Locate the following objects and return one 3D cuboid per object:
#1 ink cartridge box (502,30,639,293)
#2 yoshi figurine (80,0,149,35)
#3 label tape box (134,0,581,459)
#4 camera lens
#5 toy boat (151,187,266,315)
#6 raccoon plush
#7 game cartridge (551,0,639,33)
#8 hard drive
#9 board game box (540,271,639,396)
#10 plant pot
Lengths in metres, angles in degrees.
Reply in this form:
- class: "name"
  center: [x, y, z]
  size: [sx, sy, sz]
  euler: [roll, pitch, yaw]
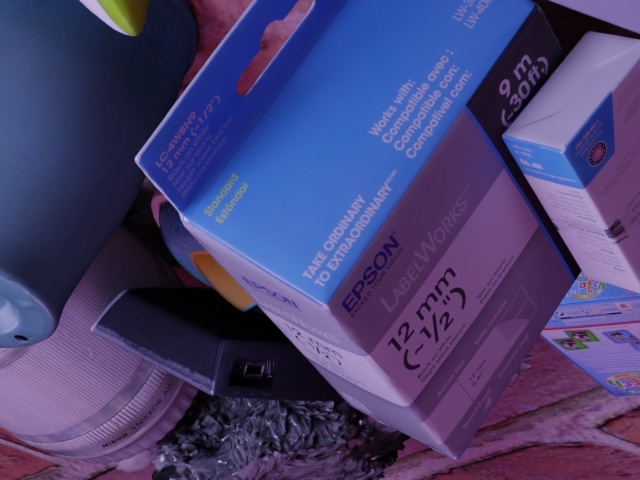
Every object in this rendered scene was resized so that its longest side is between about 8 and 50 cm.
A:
- class: "ink cartridge box"
  center: [0.207, -0.039, 1.205]
  size: [0.060, 0.104, 0.180]
  euler: [17, 150, 48]
- class: "yoshi figurine"
  center: [-0.054, -0.251, 0.939]
  size: [0.362, 0.203, 0.203]
  euler: [-2, 134, 22]
- class: "label tape box"
  center: [0.060, -0.041, 1.197]
  size: [0.115, 0.249, 0.348]
  euler: [26, 164, 36]
- class: "camera lens"
  center: [-0.257, 0.066, 1.647]
  size: [0.219, 0.219, 0.274]
  euler: [-3, 152, 30]
- class: "toy boat"
  center: [0.000, 0.000, 1.471]
  size: [0.267, 0.148, 0.318]
  euler: [20, 155, -15]
- class: "raccoon plush"
  center: [-0.027, 0.132, 1.825]
  size: [0.446, 0.299, 0.216]
  euler: [-25, 141, -1]
- class: "game cartridge"
  center: [0.215, -0.215, 1.021]
  size: [0.196, 0.060, 0.294]
  euler: [15, 156, -14]
- class: "hard drive"
  center: [-0.059, 0.091, 1.582]
  size: [0.172, 0.054, 0.254]
  euler: [24, -170, 37]
- class: "board game box"
  center: [0.295, 0.085, 1.650]
  size: [0.160, 0.039, 0.211]
  euler: [-8, 148, 36]
- class: "plant pot"
  center: [-0.248, -0.069, 1.309]
  size: [0.271, 0.255, 0.272]
  euler: [10, 156, 4]
